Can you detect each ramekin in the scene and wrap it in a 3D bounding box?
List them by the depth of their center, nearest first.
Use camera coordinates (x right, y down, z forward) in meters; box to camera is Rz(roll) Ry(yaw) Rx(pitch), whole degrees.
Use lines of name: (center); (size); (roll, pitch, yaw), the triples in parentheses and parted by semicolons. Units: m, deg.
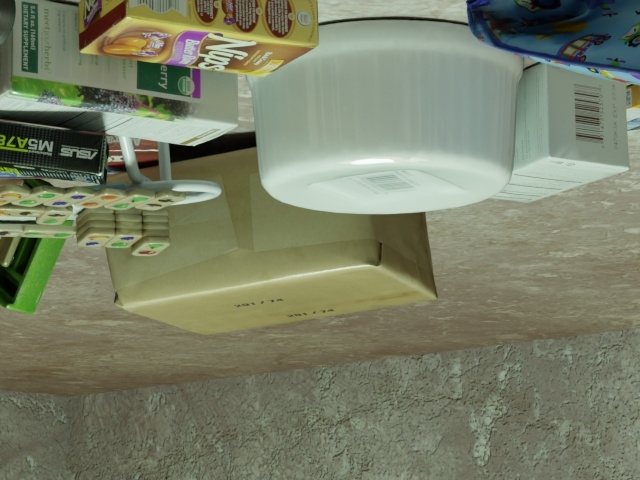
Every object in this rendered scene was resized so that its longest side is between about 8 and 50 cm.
ramekin: (0.063, -0.113, 1.877); (0.277, 0.135, 0.277); (0, 169, 0)

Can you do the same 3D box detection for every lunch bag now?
lunch bag: (0.283, -0.179, 1.632); (0.221, 0.138, 0.293); (3, 178, -33)

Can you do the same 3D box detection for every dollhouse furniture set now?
dollhouse furniture set: (-0.469, -0.045, 2.365); (0.198, 0.151, 0.301); (16, -170, -37)

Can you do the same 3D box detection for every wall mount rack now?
wall mount rack: (-0.287, -0.096, 1.969); (0.350, 0.130, 0.304); (-6, 171, 6)

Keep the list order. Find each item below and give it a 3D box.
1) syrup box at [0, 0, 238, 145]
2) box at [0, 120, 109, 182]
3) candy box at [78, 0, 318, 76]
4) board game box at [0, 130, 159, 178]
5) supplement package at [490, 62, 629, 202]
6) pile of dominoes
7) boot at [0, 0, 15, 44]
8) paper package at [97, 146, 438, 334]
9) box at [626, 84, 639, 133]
syrup box: (-0.197, -0.154, 1.759); (0.237, 0.093, 0.096); (6, 166, -32)
box: (-0.292, -0.086, 1.792); (0.184, 0.045, 0.191); (5, 178, -6)
candy box: (-0.107, -0.191, 1.685); (0.187, 0.053, 0.109); (4, 167, -28)
board game box: (-0.323, -0.098, 2.207); (0.281, 0.027, 0.145); (0, 168, -4)
supplement package: (0.226, -0.110, 1.981); (0.105, 0.105, 0.179); (5, 168, -29)
pile of dominoes: (-0.279, -0.014, 1.956); (0.251, 0.040, 0.196); (1, 167, -22)
boot: (-0.440, -0.185, 1.585); (0.264, 0.096, 0.280); (-10, 165, 40)
paper package: (-0.054, -0.002, 2.282); (0.325, 0.168, 0.309); (-11, 168, 15)
box: (0.324, -0.138, 2.051); (0.081, 0.028, 0.136); (8, 168, -37)
